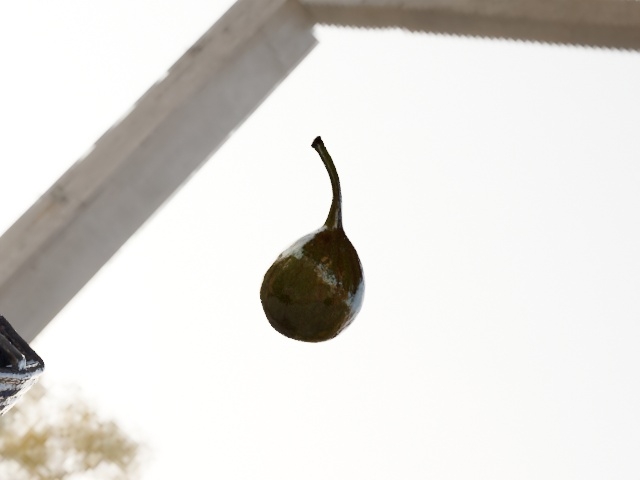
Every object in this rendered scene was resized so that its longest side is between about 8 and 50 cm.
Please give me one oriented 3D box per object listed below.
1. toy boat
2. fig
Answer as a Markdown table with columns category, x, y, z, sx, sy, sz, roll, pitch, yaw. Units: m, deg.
| category | x | y | z | sx | sy | sz | roll | pitch | yaw |
| --- | --- | --- | --- | --- | --- | --- | --- | --- | --- |
| toy boat | -0.372 | 0.104 | 1.442 | 0.127 | 0.078 | 0.283 | 46 | 9 | 21 |
| fig | 0.000 | 0.000 | 1.720 | 0.124 | 0.236 | 0.124 | 9 | 4 | -1 |
